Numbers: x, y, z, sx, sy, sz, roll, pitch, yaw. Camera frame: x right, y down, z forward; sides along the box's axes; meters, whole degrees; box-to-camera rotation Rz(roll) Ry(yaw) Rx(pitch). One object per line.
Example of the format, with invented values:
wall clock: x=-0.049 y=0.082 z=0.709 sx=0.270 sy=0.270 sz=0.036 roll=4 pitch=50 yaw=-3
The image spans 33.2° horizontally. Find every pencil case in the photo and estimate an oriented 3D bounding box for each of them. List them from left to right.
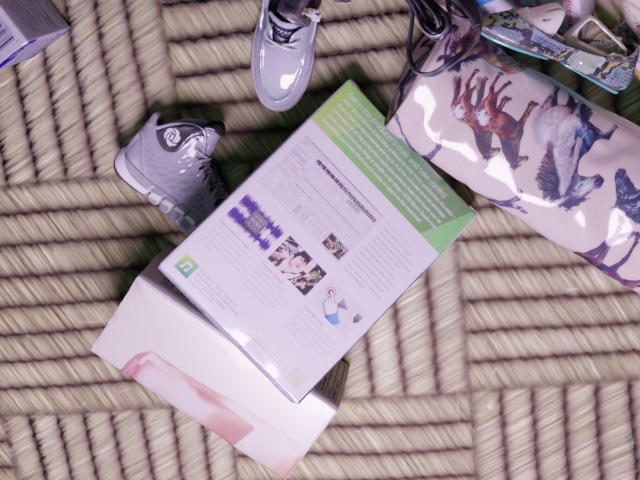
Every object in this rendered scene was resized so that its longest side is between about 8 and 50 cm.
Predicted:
pencil case: x=0.265 y=-0.108 z=1.229 sx=0.410 sy=0.160 sz=0.184 roll=32 pitch=105 yaw=-2

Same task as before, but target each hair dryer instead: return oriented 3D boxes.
hair dryer: x=0.105 y=-0.323 z=1.188 sx=0.223 sy=0.080 sz=0.294 roll=22 pitch=78 yaw=14

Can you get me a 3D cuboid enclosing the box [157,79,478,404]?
box: x=0.000 y=0.000 z=1.283 sx=0.322 sy=0.058 sz=0.232 roll=-45 pitch=96 yaw=-10

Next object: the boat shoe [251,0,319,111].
boat shoe: x=-0.042 y=-0.261 z=1.270 sx=0.079 sy=0.081 sz=0.228 roll=13 pitch=108 yaw=5

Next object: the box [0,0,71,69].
box: x=-0.387 y=-0.277 z=1.288 sx=0.072 sy=0.137 sz=0.126 roll=-34 pitch=99 yaw=18

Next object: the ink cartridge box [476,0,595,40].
ink cartridge box: x=0.239 y=-0.275 z=1.199 sx=0.122 sy=0.052 sz=0.088 roll=9 pitch=150 yaw=25

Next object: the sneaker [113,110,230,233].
sneaker: x=-0.139 y=-0.077 z=1.342 sx=0.228 sy=0.086 sz=0.132 roll=37 pitch=106 yaw=-3

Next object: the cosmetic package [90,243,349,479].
cosmetic package: x=-0.122 y=0.152 z=1.375 sx=0.296 sy=0.153 sz=0.129 roll=35 pitch=108 yaw=-2

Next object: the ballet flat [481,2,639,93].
ballet flat: x=0.261 y=-0.221 z=1.158 sx=0.188 sy=0.070 sz=0.070 roll=18 pitch=110 yaw=-18

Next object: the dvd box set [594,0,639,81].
dvd box set: x=0.374 y=-0.278 z=1.094 sx=0.062 sy=0.307 sz=0.420 roll=-39 pitch=98 yaw=-13
